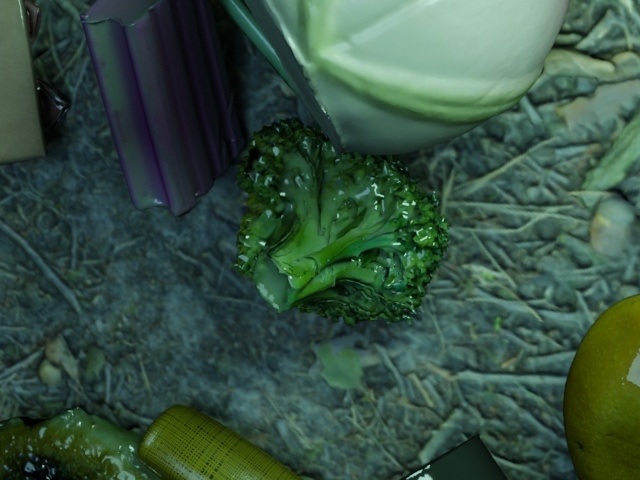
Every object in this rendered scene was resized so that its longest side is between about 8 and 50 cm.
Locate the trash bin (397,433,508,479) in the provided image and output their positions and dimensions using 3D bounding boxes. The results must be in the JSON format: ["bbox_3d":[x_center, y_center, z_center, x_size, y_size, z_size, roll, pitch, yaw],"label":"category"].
[{"bbox_3d":[0.149,0.352,1.508,0.214,0.214,0.333,-34,83,27],"label":"trash bin"}]

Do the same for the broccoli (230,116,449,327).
[{"bbox_3d":[0.000,0.000,1.505,0.194,0.194,0.219,-30,94,27],"label":"broccoli"}]

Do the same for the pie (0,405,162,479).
[{"bbox_3d":[-0.221,0.332,1.749,0.296,0.078,0.371,-36,85,26],"label":"pie"}]

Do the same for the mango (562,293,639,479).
[{"bbox_3d":[0.272,0.151,1.472,0.136,0.099,0.227,5,113,17],"label":"mango"}]

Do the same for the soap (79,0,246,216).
[{"bbox_3d":[-0.136,-0.135,1.535,0.065,0.122,0.203,10,131,27],"label":"soap"}]

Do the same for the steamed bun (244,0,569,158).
[{"bbox_3d":[0.081,-0.232,1.374,0.309,0.309,0.309,6,104,23],"label":"steamed bun"}]

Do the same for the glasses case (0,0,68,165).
[{"bbox_3d":[-0.299,-0.170,1.680,0.103,0.070,0.193,-9,97,-2],"label":"glasses case"}]

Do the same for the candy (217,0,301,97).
[{"bbox_3d":[-0.115,-0.258,1.559,0.119,0.119,0.440,-40,91,27],"label":"candy"}]

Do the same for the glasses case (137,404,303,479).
[{"bbox_3d":[-0.065,0.238,1.651,0.234,0.079,0.064,34,154,13],"label":"glasses case"}]
